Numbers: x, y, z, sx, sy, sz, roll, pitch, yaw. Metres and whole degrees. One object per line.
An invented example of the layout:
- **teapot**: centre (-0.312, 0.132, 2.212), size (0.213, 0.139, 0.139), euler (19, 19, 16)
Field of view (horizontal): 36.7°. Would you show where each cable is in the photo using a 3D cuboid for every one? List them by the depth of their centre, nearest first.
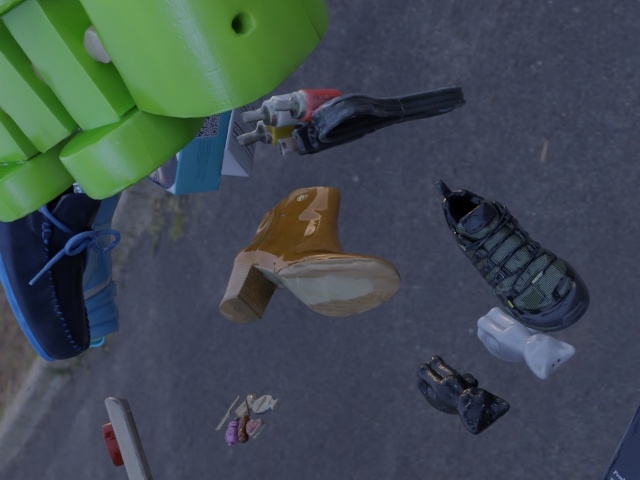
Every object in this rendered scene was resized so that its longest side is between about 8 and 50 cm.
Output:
- **cable**: centre (0.055, -0.153, 1.045), size (0.139, 0.287, 0.072), euler (-26, 86, 60)

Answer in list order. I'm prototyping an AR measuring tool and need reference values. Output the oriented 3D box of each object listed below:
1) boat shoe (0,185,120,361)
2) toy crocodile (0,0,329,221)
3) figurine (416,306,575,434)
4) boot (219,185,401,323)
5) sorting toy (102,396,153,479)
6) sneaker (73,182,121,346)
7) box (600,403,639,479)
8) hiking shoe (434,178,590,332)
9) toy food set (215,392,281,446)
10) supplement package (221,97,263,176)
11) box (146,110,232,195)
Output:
- **boat shoe**: centre (-0.222, -0.027, 0.789), size (0.109, 0.089, 0.258), euler (-105, 3, -76)
- **toy crocodile**: centre (-0.131, -0.087, 0.478), size (0.105, 0.115, 0.340), euler (-45, 22, -29)
- **figurine**: centre (0.275, 0.204, 1.498), size (0.215, 0.092, 0.209), euler (-38, 14, -5)
- **boot**: centre (0.000, 0.001, 1.306), size (0.295, 0.104, 0.211), euler (-13, 39, 36)
- **sorting toy**: centre (-0.244, 0.367, 1.336), size (0.229, 0.041, 0.307), euler (130, 122, -76)
- **sneaker**: centre (-0.295, 0.006, 1.161), size (0.319, 0.127, 0.208), euler (-80, -13, -60)
- **box**: centre (0.559, 0.336, 1.388), size (0.183, 0.296, 0.294), euler (42, 130, 36)
- **hiking shoe**: centre (0.197, 0.016, 1.053), size (0.086, 0.114, 0.227), euler (-49, 39, 4)
- **toy food set**: centre (-0.092, 0.235, 1.248), size (0.078, 0.019, 0.122), euler (-56, 20, -18)
- **supplement package**: centre (-0.204, -0.225, 1.552), size (0.149, 0.194, 0.203), euler (55, -138, -73)
- **box**: centre (-0.198, -0.139, 1.012), size (0.244, 0.060, 0.100), euler (29, 117, 36)
